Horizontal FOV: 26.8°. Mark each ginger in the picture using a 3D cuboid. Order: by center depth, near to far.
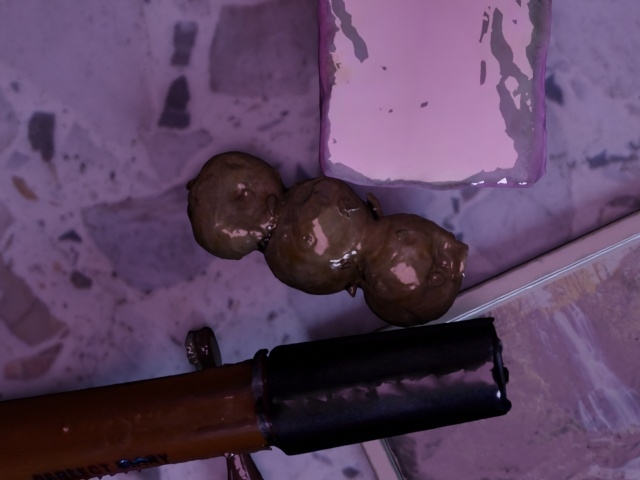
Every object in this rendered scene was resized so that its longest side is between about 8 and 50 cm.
[{"bbox_3d":[0.000,0.000,0.936,0.204,0.104,0.080,23,67,2],"label":"ginger"}]

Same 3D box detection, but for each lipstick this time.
[{"bbox_3d":[-0.075,0.119,0.935,0.418,0.077,0.077,-12,99,15],"label":"lipstick"}]

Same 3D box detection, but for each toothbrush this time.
[{"bbox_3d":[-0.040,0.238,1.000,0.041,0.041,0.364,-15,96,4],"label":"toothbrush"}]

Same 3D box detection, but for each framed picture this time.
[{"bbox_3d":[0.193,0.123,0.976,0.324,0.020,0.240,-24,92,5],"label":"framed picture"}]

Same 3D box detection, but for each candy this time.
[{"bbox_3d":[0.076,-0.170,0.898,0.156,0.116,0.265,2,97,4],"label":"candy"}]
